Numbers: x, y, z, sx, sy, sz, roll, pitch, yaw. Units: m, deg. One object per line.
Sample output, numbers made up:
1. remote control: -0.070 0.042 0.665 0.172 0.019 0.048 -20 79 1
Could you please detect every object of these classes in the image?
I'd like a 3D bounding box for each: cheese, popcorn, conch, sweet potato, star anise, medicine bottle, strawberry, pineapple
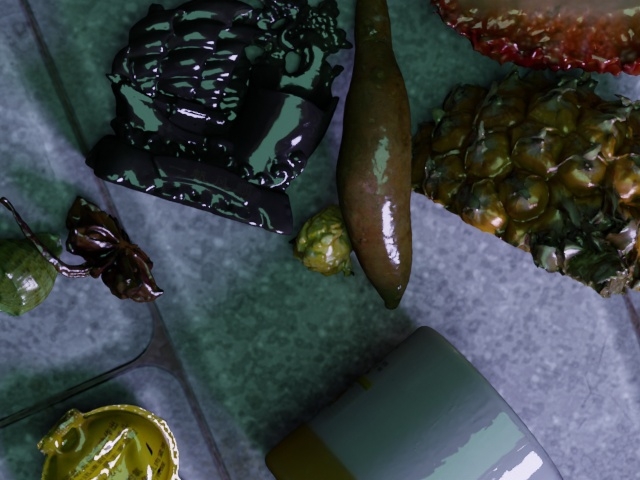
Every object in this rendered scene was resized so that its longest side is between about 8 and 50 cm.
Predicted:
1. cheese: -0.198 0.265 1.917 0.156 0.064 0.250 -47 119 0
2. popcorn: 0.000 0.000 1.915 0.084 0.084 0.084 -3 103 -14
3. conch: -0.315 0.035 1.842 0.121 0.074 0.089 -29 124 -30
4. sweet potato: 0.054 -0.097 1.857 0.079 0.108 0.346 -2 92 0
5. star anise: -0.241 0.004 1.835 0.191 0.097 0.070 41 114 -19
6. medicine bottle: 0.100 0.247 1.901 0.232 0.238 0.238 -40 109 -6
7. strawberry: 0.264 -0.279 1.899 0.306 0.138 0.233 -1 79 0
8. pineapple: 0.284 -0.072 1.853 0.344 0.286 0.209 17 100 -17

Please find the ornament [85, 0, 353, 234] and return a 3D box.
1. ornament: -0.096 -0.158 1.840 0.251 0.106 0.260 15 93 -20
